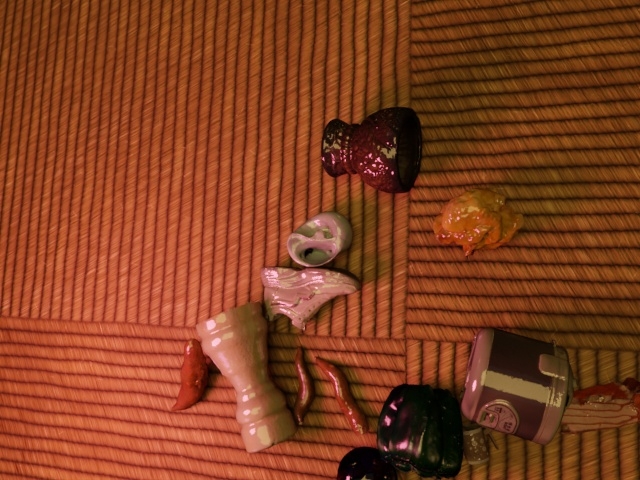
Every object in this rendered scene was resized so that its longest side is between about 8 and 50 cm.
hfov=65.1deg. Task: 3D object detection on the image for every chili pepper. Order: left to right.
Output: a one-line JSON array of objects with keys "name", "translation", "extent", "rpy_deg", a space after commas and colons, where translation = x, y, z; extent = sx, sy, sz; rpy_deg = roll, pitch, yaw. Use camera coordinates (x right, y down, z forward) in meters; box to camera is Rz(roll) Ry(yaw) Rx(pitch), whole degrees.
[{"name": "chili pepper", "translation": [0.292, 0.545, 1.448], "extent": [0.233, 0.248, 0.257], "rpy_deg": [20, 67, -18]}]

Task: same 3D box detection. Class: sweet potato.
[{"name": "sweet potato", "translation": [-0.428, 0.461, 1.699], "extent": [0.095, 0.106, 0.355], "rpy_deg": [-117, 38, -48]}, {"name": "sweet potato", "translation": [-0.053, 0.476, 1.650], "extent": [0.069, 0.059, 0.250], "rpy_deg": [8, 69, -20]}, {"name": "sweet potato", "translation": [0.071, 0.486, 1.612], "extent": [0.059, 0.067, 0.281], "rpy_deg": [-19, 69, -25]}]

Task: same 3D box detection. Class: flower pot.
[{"name": "flower pot", "translation": [0.159, -0.289, 1.592], "extent": [0.267, 0.266, 0.267], "rpy_deg": [9, 86, 27]}]

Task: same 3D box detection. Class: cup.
[{"name": "cup", "translation": [0.465, 0.602, 1.491], "extent": [0.074, 0.102, 0.099], "rpy_deg": [-25, 75, 51]}]

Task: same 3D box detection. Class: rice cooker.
[{"name": "rice cooker", "translation": [0.540, 0.401, 1.384], "extent": [0.277, 0.288, 0.288], "rpy_deg": [15, 87, 16]}]

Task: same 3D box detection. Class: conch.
[{"name": "conch", "translation": [0.003, 0.002, 1.647], "extent": [0.221, 0.121, 0.185], "rpy_deg": [-25, 46, 5]}]

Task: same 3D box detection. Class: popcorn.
[{"name": "popcorn", "translation": [0.465, -0.062, 1.505], "extent": [0.253, 0.190, 0.191], "rpy_deg": [-22, 71, 16]}]

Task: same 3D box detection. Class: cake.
[{"name": "cake", "translation": [0.775, 0.467, 1.396], "extent": [0.287, 0.135, 0.098], "rpy_deg": [-27, 91, 20]}]

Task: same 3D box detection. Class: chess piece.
[{"name": "chess piece", "translation": [-0.231, 0.438, 1.618], "extent": [0.234, 0.234, 0.442], "rpy_deg": [-22, 82, 12]}]

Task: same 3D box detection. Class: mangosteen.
[{"name": "mangosteen", "translation": [0.125, 0.736, 1.513], "extent": [0.194, 0.194, 0.230], "rpy_deg": [51, 122, 15]}]

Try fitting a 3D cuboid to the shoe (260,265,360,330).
[{"name": "shoe", "translation": [-0.036, 0.191, 1.649], "extent": [0.342, 0.132, 0.211], "rpy_deg": [0, 89, 18]}]
